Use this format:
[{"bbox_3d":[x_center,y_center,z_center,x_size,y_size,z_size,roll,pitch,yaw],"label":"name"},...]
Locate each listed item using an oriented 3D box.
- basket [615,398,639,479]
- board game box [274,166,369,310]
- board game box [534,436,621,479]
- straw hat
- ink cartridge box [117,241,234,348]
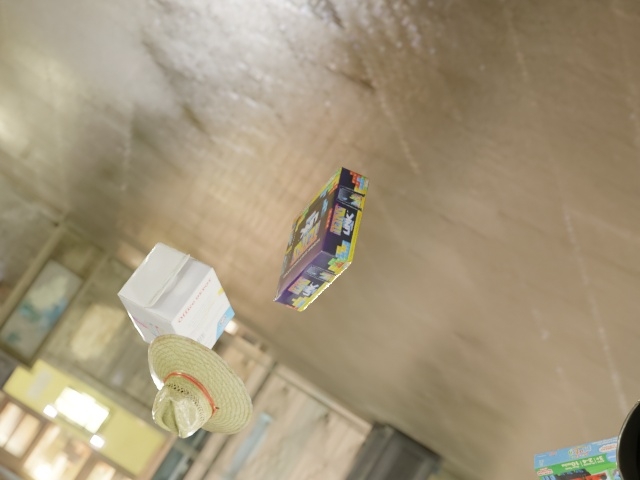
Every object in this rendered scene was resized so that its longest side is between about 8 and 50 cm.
[{"bbox_3d":[0.453,0.207,1.538,0.154,0.204,0.227,59,-158,10],"label":"basket"},{"bbox_3d":[0.000,0.000,1.868,0.048,0.141,0.170,23,146,-14],"label":"board game box"},{"bbox_3d":[0.473,0.429,2.285,0.160,0.039,0.211,-17,121,23],"label":"board game box"},{"bbox_3d":[-0.143,0.172,1.421,0.144,0.061,0.144,23,138,22],"label":"straw hat"},{"bbox_3d":[-0.184,0.077,1.724,0.090,0.092,0.143,24,155,25],"label":"ink cartridge box"}]
